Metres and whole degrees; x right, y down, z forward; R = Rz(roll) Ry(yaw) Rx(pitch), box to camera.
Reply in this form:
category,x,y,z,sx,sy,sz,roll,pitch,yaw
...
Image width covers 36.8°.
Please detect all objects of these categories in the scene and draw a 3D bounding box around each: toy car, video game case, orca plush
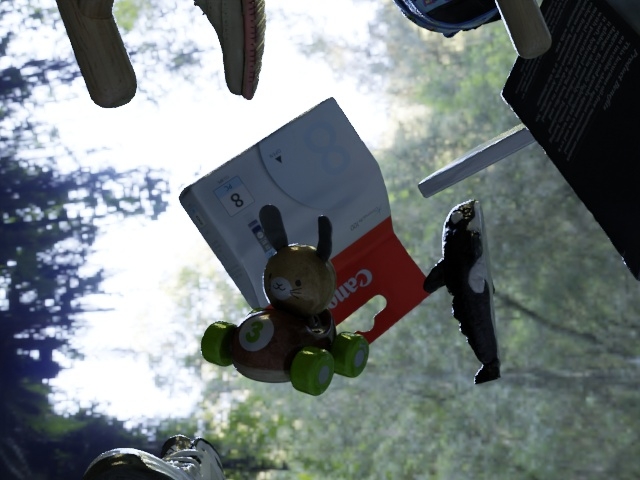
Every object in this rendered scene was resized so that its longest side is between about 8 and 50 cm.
category,x,y,z,sx,sy,sz,roll,pitch,yaw
toy car,-0.034,0.058,1.095,0.149,0.155,0.188,-14,-68,-56
video game case,0.260,-0.137,1.311,0.026,0.227,0.206,61,-151,-2
orca plush,0.213,0.079,1.485,0.151,0.102,0.287,24,-122,-73

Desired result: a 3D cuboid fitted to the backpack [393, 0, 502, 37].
category,x,y,z,sx,sy,sz,roll,pitch,yaw
backpack,0.150,-0.313,1.130,0.173,0.117,0.158,-32,-89,-23

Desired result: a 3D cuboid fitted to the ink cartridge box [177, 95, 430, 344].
category,x,y,z,sx,sy,sz,roll,pitch,yaw
ink cartridge box,0.000,0.000,1.582,0.308,0.091,0.385,-36,-87,-27

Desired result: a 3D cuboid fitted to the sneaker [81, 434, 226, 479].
category,x,y,z,sx,sy,sz,roll,pitch,yaw
sneaker,-0.236,0.372,1.400,0.257,0.169,0.447,60,177,44

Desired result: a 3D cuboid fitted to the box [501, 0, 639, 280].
category,x,y,z,sx,sy,sz,roll,pitch,yaw
box,0.392,-0.123,0.950,0.294,0.296,0.183,-114,32,-42

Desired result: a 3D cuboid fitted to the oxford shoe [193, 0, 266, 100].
category,x,y,z,sx,sy,sz,roll,pitch,yaw
oxford shoe,-0.174,-0.432,1.628,0.140,0.146,0.397,-79,-16,-71

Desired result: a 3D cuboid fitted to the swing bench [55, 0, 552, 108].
category,x,y,z,sx,sy,sz,roll,pitch,yaw
swing bench,-0.017,-0.212,0.416,0.253,0.165,0.255,-15,-119,-34
